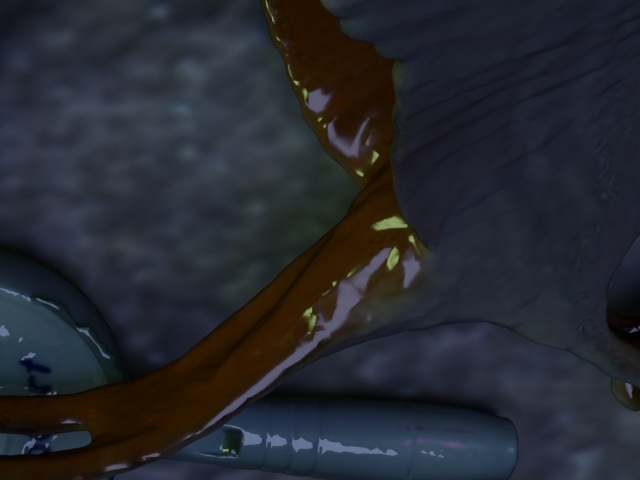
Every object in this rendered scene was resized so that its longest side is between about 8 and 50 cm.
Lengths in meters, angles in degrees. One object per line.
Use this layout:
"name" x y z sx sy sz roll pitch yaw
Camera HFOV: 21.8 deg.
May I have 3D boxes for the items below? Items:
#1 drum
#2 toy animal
"drum" -0.063 0.083 0.587 0.253 0.049 0.130 21 100 -16
"toy animal" 0.019 0.008 0.513 0.302 0.225 0.284 28 104 -31
